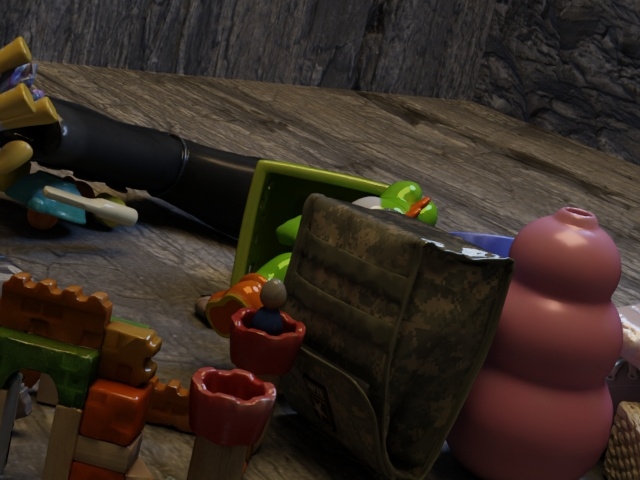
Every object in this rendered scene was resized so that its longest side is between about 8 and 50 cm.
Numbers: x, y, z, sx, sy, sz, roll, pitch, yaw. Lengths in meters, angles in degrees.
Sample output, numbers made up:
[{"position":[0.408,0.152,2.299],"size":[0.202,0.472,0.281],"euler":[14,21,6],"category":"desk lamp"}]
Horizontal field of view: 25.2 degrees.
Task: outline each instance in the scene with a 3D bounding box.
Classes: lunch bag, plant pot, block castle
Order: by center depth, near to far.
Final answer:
[{"position":[-0.260,0.116,1.509],"size":[0.453,0.213,0.303],"euler":[14,15,4],"category":"block castle"},{"position":[0.060,0.115,1.642],"size":[0.169,0.287,0.235],"euler":[10,10,-35],"category":"lunch bag"},{"position":[0.000,0.000,2.159],"size":[0.228,0.227,0.207],"euler":[13,8,2],"category":"plant pot"}]

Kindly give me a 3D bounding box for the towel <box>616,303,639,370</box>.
[{"position":[0.547,0.174,1.800],"size":[0.332,0.053,0.317],"euler":[35,25,35],"category":"towel"}]

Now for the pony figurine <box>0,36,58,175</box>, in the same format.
[{"position":[-0.573,-0.157,2.079],"size":[0.363,0.303,0.351],"euler":[-25,32,2],"category":"pony figurine"}]

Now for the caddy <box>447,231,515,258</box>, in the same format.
[{"position":[0.253,0.104,2.038],"size":[0.341,0.179,0.241],"euler":[11,-12,-24],"category":"caddy"}]

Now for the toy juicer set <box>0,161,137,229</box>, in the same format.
[{"position":[-0.400,-0.048,2.276],"size":[0.209,0.089,0.329],"euler":[21,2,-29],"category":"toy juicer set"}]

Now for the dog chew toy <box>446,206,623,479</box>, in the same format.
[{"position":[0.261,0.124,1.677],"size":[0.206,0.332,0.206],"euler":[12,14,-3],"category":"dog chew toy"}]

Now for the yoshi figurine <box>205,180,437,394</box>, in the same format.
[{"position":[0.014,0.053,1.917],"size":[0.203,0.204,0.362],"euler":[15,40,39],"category":"yoshi figurine"}]

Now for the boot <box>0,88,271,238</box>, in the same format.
[{"position":[-0.284,-0.132,2.317],"size":[0.367,0.146,0.445],"euler":[14,-6,36],"category":"boot"}]

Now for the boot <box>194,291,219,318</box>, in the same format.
[{"position":[-0.119,0.097,2.032],"size":[0.118,0.042,0.087],"euler":[10,13,-13],"category":"boot"}]

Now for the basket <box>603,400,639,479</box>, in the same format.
[{"position":[0.412,0.268,1.701],"size":[0.103,0.113,0.167],"euler":[9,15,-7],"category":"basket"}]

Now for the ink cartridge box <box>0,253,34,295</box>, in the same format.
[{"position":[-0.550,0.048,1.815],"size":[0.332,0.065,0.165],"euler":[-1,21,-40],"category":"ink cartridge box"}]

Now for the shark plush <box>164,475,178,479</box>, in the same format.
[{"position":[-0.098,0.280,1.316],"size":[0.073,0.067,0.161],"euler":[1,19,-39],"category":"shark plush"}]

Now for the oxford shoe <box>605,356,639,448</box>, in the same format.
[{"position":[0.387,0.200,1.867],"size":[0.449,0.130,0.169],"euler":[18,16,10],"category":"oxford shoe"}]
